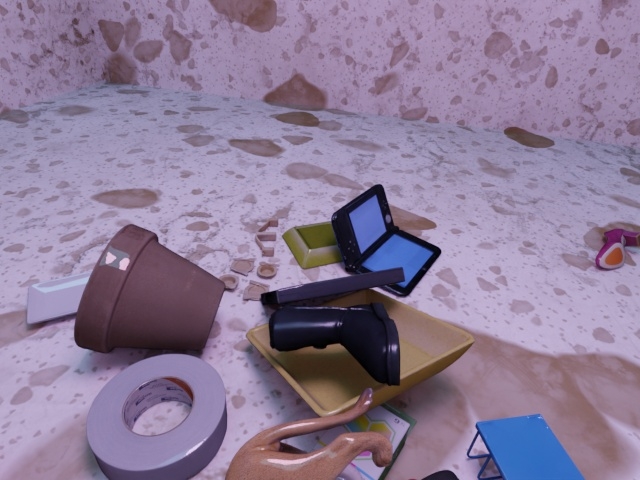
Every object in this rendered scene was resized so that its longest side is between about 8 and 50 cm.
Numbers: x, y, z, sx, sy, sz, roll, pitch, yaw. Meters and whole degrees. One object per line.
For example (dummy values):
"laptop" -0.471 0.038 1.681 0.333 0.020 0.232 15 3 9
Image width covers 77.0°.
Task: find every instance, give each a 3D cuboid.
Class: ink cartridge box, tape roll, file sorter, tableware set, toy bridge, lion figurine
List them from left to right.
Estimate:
"tape roll" -0.274 0.304 0.696 0.220 0.072 0.219 4 34 -3
"tableware set" -0.190 0.096 1.070 0.141 0.020 0.168 10 34 9
"lion figurine" -0.066 0.359 0.462 0.241 0.142 0.391 13 72 -10
"toy bridge" -0.167 -0.012 1.231 0.063 0.026 0.188 1 33 -1
"ink cartridge box" 0.081 0.339 0.695 0.109 0.062 0.209 24 37 29
"file sorter" 0.322 0.381 0.624 0.118 0.104 0.170 -2 34 -11

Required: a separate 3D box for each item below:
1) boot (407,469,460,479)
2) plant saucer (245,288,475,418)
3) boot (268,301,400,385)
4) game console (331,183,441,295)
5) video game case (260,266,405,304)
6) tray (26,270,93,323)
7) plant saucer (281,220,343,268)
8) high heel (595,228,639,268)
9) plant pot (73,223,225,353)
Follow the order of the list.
"boot" 0.138 0.437 0.553 0.245 0.088 0.176 -26 25 -23
"plant saucer" 0.065 0.219 0.794 0.333 0.080 0.333 -15 18 -27
"boot" 0.016 0.167 0.672 0.208 0.094 0.246 -3 9 0
"game console" 0.200 -0.017 1.162 0.174 0.250 0.293 -4 22 38
"video game case" 0.015 0.109 0.920 0.275 0.035 0.248 -8 -6 -17
"tray" -0.545 0.123 0.975 0.271 0.030 0.145 -14 38 -26
"plant saucer" 0.000 0.000 1.216 0.188 0.045 0.188 -10 36 -21
"high heel" 0.917 0.023 1.292 0.244 0.082 0.117 -29 16 -23
"plant pot" -0.329 0.122 0.839 0.230 0.262 0.263 18 32 -10
